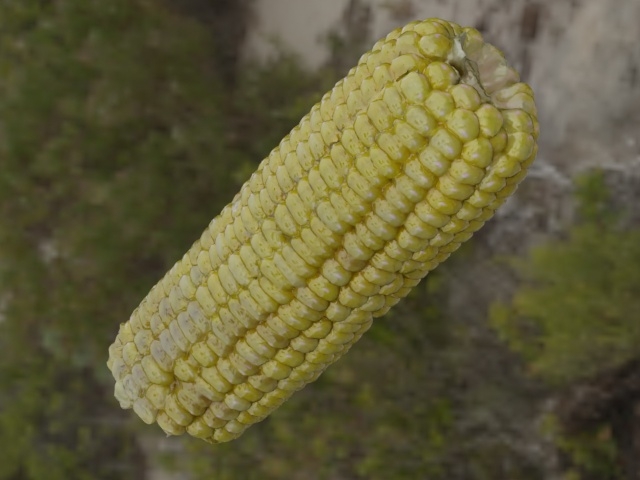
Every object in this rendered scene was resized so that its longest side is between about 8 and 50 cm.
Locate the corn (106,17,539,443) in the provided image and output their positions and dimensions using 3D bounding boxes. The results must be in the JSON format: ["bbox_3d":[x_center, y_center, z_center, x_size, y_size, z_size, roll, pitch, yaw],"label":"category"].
[{"bbox_3d":[0.000,0.000,0.857,0.244,0.093,0.093,-44,40,29],"label":"corn"}]
